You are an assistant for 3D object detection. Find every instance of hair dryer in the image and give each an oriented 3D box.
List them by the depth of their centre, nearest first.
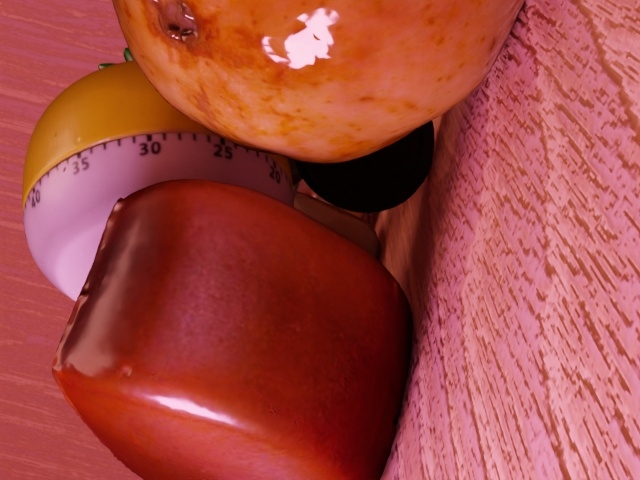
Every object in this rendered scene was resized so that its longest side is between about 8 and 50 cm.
[{"bbox_3d":[-0.014,-0.016,1.536,0.320,0.156,0.284,156,116,-62],"label":"hair dryer"}]

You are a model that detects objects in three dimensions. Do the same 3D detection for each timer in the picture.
[{"bbox_3d":[-0.163,-0.088,1.381,0.285,0.285,0.285,-165,90,-86],"label":"timer"}]

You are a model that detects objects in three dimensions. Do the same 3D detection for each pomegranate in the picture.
[{"bbox_3d":[0.016,-0.261,1.197,0.410,0.410,0.410,-165,90,-86],"label":"pomegranate"}]

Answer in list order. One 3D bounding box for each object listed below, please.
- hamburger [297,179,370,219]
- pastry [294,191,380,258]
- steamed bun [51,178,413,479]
[{"bbox_3d":[-0.048,-0.110,1.909,0.276,0.237,0.276,-55,18,28],"label":"hamburger"},{"bbox_3d":[0.000,0.000,1.706,0.156,0.156,0.092,-116,46,-84],"label":"pastry"},{"bbox_3d":[-0.048,0.115,1.227,0.379,0.248,0.235,69,-145,-61],"label":"steamed bun"}]
